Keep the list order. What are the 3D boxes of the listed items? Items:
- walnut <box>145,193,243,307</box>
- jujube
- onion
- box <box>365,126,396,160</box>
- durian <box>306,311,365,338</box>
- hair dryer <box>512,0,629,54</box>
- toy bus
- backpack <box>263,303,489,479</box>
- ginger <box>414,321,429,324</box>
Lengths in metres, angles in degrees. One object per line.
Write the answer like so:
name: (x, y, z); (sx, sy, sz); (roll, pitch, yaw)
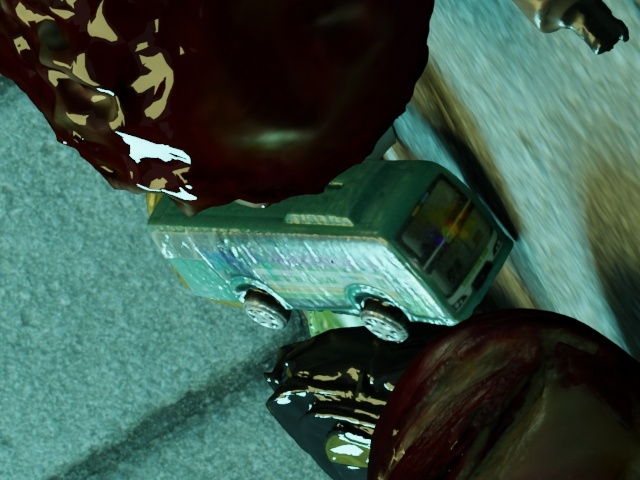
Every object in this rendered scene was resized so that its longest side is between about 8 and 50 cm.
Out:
walnut: (-0.075, -0.041, 1.828); (0.195, 0.195, 0.221); (56, 177, 34)
jujube: (-0.089, -0.163, 0.995); (0.258, 0.258, 0.376); (63, 178, -37)
onion: (0.125, 0.192, 0.985); (0.314, 0.232, 0.314); (59, 173, 12)
box: (-0.073, -0.155, 1.323); (0.200, 0.106, 0.299); (35, 165, 26)
durian: (0.041, 0.062, 1.599); (0.139, 0.101, 0.250); (17, 150, 20)
hair dryer: (0.059, -0.143, 0.754); (0.181, 0.064, 0.117); (49, 170, 20)
toy bus: (0.000, 0.000, 1.269); (0.262, 0.091, 0.109); (1, 140, 46)
backpack: (0.073, 0.134, 1.397); (0.258, 0.133, 0.206); (4, 142, 32)
ginger: (0.072, 0.042, 1.464); (0.104, 0.080, 0.204); (44, 162, 55)
